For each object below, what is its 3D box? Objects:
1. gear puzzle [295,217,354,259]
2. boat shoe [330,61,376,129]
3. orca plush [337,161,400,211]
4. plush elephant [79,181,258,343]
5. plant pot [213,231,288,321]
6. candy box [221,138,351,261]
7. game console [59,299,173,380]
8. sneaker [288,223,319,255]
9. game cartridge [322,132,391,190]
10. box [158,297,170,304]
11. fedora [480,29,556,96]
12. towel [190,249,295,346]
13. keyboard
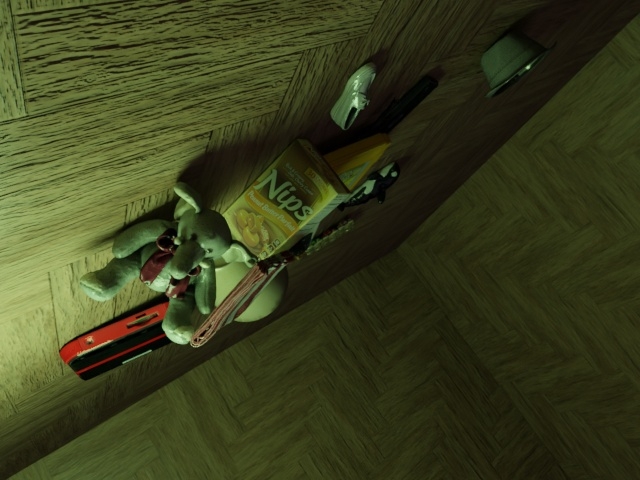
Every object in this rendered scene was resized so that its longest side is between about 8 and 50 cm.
[{"bbox_3d":[0.000,0.000,2.321,0.339,0.044,0.175,-32,169,-2],"label":"gear puzzle"},{"bbox_3d":[0.085,-0.335,1.231,0.066,0.063,0.184,-23,163,-44],"label":"boat shoe"},{"bbox_3d":[0.202,-0.183,2.018,0.287,0.102,0.151,-33,167,-12],"label":"orca plush"},{"bbox_3d":[-0.296,0.030,1.146,0.255,0.272,0.329,-30,-155,49],"label":"plush elephant"},{"bbox_3d":[-0.253,0.079,1.543,0.257,0.256,0.274,-35,153,-5],"label":"plant pot"},{"bbox_3d":[-0.096,-0.093,1.369,0.316,0.182,0.088,-42,167,26],"label":"candy box"},{"bbox_3d":[-0.627,0.330,1.719,0.387,0.060,0.342,-22,163,-22],"label":"game console"},{"bbox_3d":[-0.053,-0.045,1.785,0.237,0.085,0.086,-62,-179,22],"label":"sneaker"},{"bbox_3d":[0.040,-0.192,1.569,0.286,0.052,0.324,-26,172,-25],"label":"game cartridge"},{"bbox_3d":[-0.555,0.260,1.802,0.225,0.036,0.136,-36,167,5],"label":"box"},{"bbox_3d":[0.578,-0.553,1.588,0.244,0.124,0.275,-38,176,20],"label":"fedora"},{"bbox_3d":[-0.173,0.129,1.263,0.237,0.037,0.329,-48,176,10],"label":"towel"},{"bbox_3d":[0.201,-0.361,1.527,0.317,0.033,0.202,-43,171,26],"label":"keyboard"}]
